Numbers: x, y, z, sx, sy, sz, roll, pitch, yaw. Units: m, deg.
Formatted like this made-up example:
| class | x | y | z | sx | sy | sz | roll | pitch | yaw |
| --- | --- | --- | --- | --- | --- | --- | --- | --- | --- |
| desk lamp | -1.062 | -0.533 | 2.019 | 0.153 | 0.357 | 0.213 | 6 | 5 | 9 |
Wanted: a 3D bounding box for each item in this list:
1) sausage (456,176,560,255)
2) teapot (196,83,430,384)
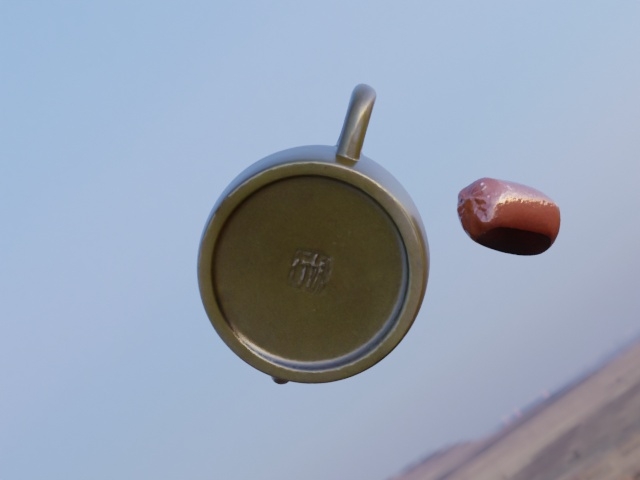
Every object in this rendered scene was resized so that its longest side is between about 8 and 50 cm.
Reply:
| class | x | y | z | sx | sy | sz | roll | pitch | yaw |
| --- | --- | --- | --- | --- | --- | --- | --- | --- | --- |
| sausage | 0.158 | -0.022 | 1.286 | 0.094 | 0.054 | 0.059 | 12 | -40 | -30 |
| teapot | 0.000 | 0.000 | 1.267 | 0.175 | 0.185 | 0.267 | -81 | 9 | -81 |
